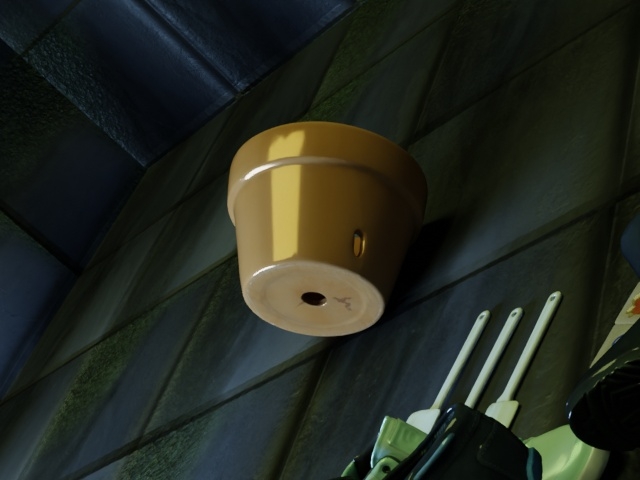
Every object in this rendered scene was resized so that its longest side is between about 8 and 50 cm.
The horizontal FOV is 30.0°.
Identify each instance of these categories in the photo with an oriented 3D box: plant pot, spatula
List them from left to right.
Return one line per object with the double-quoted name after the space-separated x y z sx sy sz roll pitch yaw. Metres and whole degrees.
0.000 0.000 1.689 0.291 0.291 0.203 -30 41 42 "plant pot"
0.176 0.158 1.343 0.168 0.019 0.242 -22 31 54 "spatula"

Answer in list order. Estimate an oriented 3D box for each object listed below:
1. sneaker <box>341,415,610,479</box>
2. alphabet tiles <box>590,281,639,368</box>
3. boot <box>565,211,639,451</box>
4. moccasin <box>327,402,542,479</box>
0.134 0.212 1.115 0.256 0.151 0.094 -35 20 29 "sneaker"
0.399 0.035 1.117 0.342 0.011 0.285 -55 19 -21 "alphabet tiles"
0.312 0.061 1.081 0.246 0.094 0.207 -36 24 12 "boot"
0.036 0.250 1.052 0.342 0.117 0.138 -41 10 18 "moccasin"
